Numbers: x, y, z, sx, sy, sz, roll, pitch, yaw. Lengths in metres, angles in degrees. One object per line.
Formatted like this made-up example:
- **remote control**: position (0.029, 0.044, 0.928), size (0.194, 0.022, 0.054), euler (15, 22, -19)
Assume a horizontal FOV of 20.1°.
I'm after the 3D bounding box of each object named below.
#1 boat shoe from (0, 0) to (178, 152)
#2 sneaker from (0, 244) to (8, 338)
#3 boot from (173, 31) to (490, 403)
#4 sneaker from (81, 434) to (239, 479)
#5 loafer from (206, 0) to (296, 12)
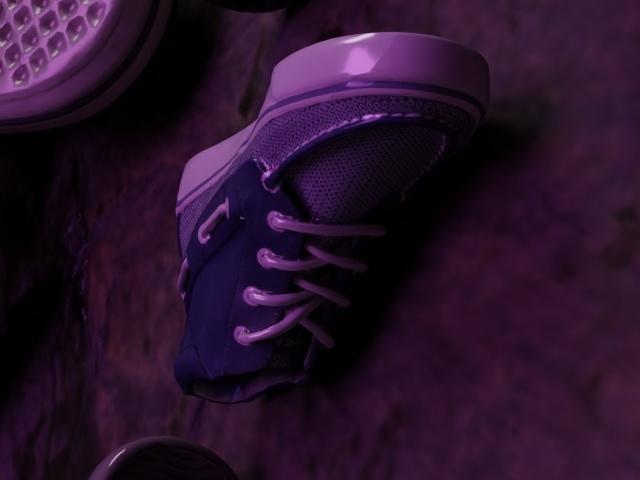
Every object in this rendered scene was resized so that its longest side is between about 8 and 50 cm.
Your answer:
- **boat shoe**: position (-0.198, -0.148, 1.026), size (0.500, 0.156, 0.187), euler (15, 85, 55)
- **sneaker**: position (-0.256, 0.137, 1.002), size (0.366, 0.135, 0.150), euler (-53, 49, 42)
- **boot**: position (0.000, 0.000, 0.592), size (0.190, 0.069, 0.086), euler (144, 132, -66)
- **sneaker**: position (-0.090, 0.185, 0.641), size (0.118, 0.083, 0.222), euler (-36, 32, 61)
- **loafer**: position (-0.001, -0.187, 0.695), size (0.220, 0.080, 0.078), euler (-50, 32, 41)
